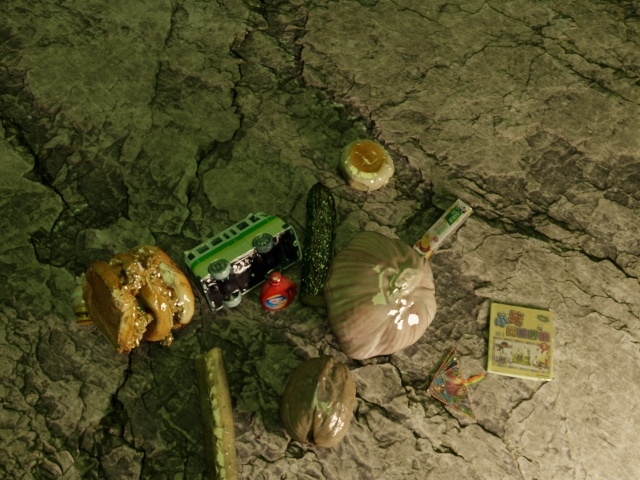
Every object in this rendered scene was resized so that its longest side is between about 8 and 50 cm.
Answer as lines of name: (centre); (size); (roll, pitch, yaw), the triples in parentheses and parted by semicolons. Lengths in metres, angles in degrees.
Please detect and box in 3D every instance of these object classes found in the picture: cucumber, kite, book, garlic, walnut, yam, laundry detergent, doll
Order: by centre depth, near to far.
yam: (-0.243, 0.437, 1.880); (0.083, 0.083, 0.372); (-8, 66, -9)
walnut: (-0.003, 0.375, 1.884); (0.178, 0.178, 0.231); (16, 59, 3)
garlic: (0.152, 0.137, 1.946); (0.317, 0.259, 0.318); (9, 65, -20)
laundry detergent: (-0.105, 0.122, 1.987); (0.097, 0.165, 0.049); (-17, 66, -12)
doll: (-0.585, 0.146, 1.996); (0.084, 0.073, 0.127); (8, 64, -38)
kite: (0.342, 0.364, 1.999); (0.159, 0.010, 0.190); (-9, 68, -11)
book: (0.519, 0.263, 2.060); (0.167, 0.013, 0.192); (9, 64, 0)
cucumber: (0.000, 0.000, 2.101); (0.096, 0.096, 0.360); (6, 62, -2)

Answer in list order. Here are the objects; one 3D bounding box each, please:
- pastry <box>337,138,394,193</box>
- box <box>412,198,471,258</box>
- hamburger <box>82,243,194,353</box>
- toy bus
pastry: (0.129, -0.210, 2.208); (0.165, 0.088, 0.166); (3, 67, -6)
box: (0.332, -0.029, 2.165); (0.050, 0.041, 0.207); (40, 68, 17)
hamburger: (-0.443, 0.148, 1.909); (0.211, 0.245, 0.261); (-29, 93, -38)
toy bus: (-0.203, 0.041, 2.022); (0.276, 0.134, 0.164); (-32, 45, -18)
